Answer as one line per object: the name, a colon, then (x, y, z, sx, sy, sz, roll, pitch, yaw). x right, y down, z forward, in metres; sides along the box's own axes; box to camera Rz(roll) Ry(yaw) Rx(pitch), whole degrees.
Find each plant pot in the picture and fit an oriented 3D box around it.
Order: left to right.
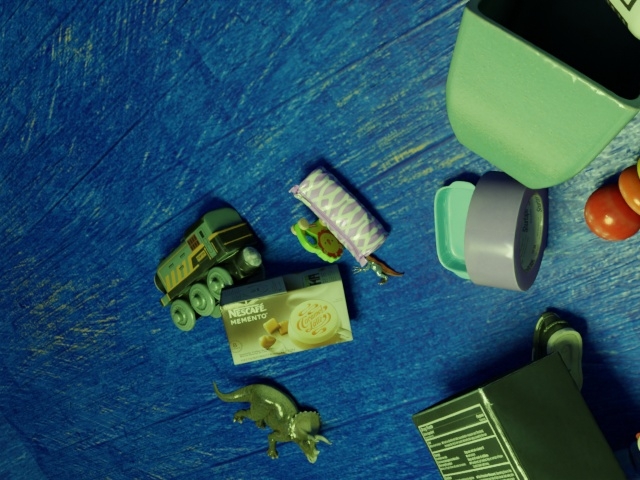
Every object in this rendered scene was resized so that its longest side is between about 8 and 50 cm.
plant pot: (0.321, -0.220, 1.058, 0.248, 0.247, 0.252, 36, 146, 13)

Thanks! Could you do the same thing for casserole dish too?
casserole dish: (0.262, -0.022, 1.330, 0.114, 0.037, 0.188, 9, 120, 32)

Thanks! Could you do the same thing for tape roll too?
tape roll: (0.302, -0.016, 1.207, 0.080, 0.189, 0.189, 9, 119, 31)

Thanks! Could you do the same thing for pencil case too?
pencil case: (0.037, -0.051, 1.435, 0.206, 0.088, 0.086, 44, 133, 6)

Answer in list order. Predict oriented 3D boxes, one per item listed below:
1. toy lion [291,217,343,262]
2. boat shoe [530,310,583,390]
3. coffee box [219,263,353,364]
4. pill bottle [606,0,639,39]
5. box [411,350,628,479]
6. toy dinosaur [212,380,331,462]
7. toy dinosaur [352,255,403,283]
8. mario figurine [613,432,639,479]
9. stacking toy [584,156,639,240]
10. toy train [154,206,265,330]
toy lion: (0.000, 0.000, 1.484, 0.034, 0.100, 0.096, -37, 72, 39)
boat shoe: (0.419, 0.233, 1.351, 0.079, 0.084, 0.233, -128, 25, -54)
coffee box: (-0.070, 0.148, 1.526, 0.247, 0.098, 0.141, -11, 111, -2)
pill bottle: (0.405, -0.368, 0.900, 0.181, 0.182, 0.323, -46, 67, 41)
box: (0.343, 0.380, 1.292, 0.294, 0.183, 0.296, 64, 157, 13)
toy dinosaur: (-0.111, 0.409, 1.787, 0.313, 0.121, 0.160, 41, 118, 15)
toy dinosaur: (0.108, 0.047, 1.486, 0.090, 0.047, 0.082, -23, 92, 7)
mario figurine: (0.579, 0.375, 1.233, 0.170, 0.198, 0.320, 54, 137, 17)
stacking toy: (0.514, -0.100, 1.065, 0.141, 0.141, 0.330, 47, 136, 4)
toy train: (-0.256, 0.068, 1.677, 0.334, 0.142, 0.190, -37, 79, 43)
